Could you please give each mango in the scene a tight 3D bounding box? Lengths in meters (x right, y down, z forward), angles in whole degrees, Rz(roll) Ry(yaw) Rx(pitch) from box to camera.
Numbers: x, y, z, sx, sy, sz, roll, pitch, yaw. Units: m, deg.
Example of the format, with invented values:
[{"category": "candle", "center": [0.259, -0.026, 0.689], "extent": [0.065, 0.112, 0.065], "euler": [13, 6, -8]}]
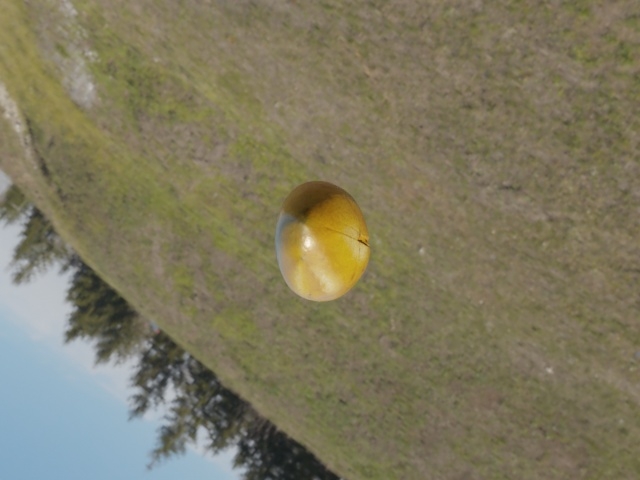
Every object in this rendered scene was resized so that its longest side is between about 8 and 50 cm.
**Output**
[{"category": "mango", "center": [0.000, 0.000, 0.414], "extent": [0.046, 0.059, 0.089], "euler": [5, 172, 10]}]
